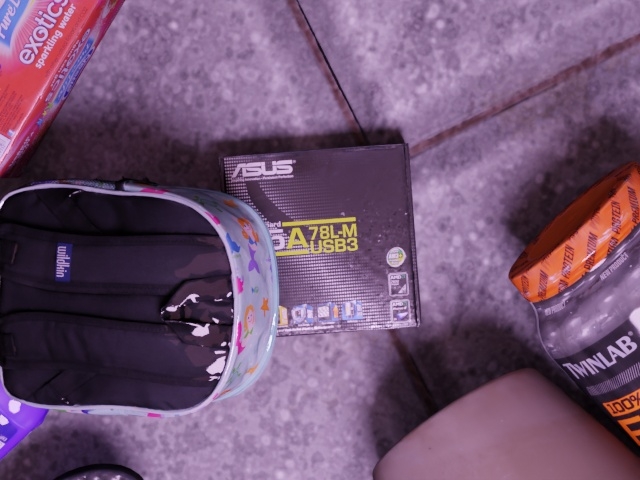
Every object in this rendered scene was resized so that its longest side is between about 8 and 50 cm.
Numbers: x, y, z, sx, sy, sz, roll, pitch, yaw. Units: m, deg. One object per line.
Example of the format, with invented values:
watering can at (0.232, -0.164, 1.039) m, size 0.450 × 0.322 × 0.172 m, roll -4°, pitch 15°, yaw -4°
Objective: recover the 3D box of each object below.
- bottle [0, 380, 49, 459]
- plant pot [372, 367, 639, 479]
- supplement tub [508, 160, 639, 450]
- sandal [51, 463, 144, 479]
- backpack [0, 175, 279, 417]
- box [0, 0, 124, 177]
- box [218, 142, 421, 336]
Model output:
bottle at (-0.399, 0.218, 1.345) m, size 0.283 × 0.092 × 0.118 m, roll -44°, pitch 91°, yaw 3°
plant pot at (0.197, 0.283, 1.252) m, size 0.323 × 0.323 × 0.280 m, roll -34°, pitch 71°, yaw 2°
supplement tub at (0.349, 0.101, 1.279) m, size 0.207 × 0.207 × 0.338 m, roll -44°, pitch 92°, yaw 2°
sandal at (-0.254, 0.414, 1.363) m, size 0.168 × 0.107 × 0.445 m, roll 11°, pitch 106°, yaw -2°
backpack at (-0.161, 0.052, 1.270) m, size 0.254 × 0.191 × 0.225 m, roll 2°, pitch 94°, yaw 28°
box at (-0.290, -0.198, 1.306) m, size 0.128 × 0.122 × 0.257 m, roll 31°, pitch 93°, yaw -2°
box at (0.000, 0.000, 1.355) m, size 0.191 × 0.045 × 0.184 m, roll -3°, pitch 95°, yaw 0°
